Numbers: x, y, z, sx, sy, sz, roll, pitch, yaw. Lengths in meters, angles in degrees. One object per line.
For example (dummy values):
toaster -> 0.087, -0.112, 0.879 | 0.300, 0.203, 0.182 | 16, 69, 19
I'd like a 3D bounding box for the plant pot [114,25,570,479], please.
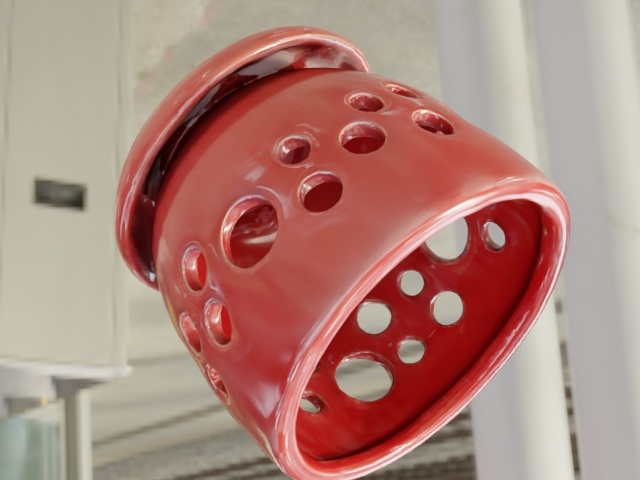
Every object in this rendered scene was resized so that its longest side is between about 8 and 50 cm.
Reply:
plant pot -> 0.000, 0.000, 0.686 | 0.191, 0.174, 0.191 | -34, 148, -25
